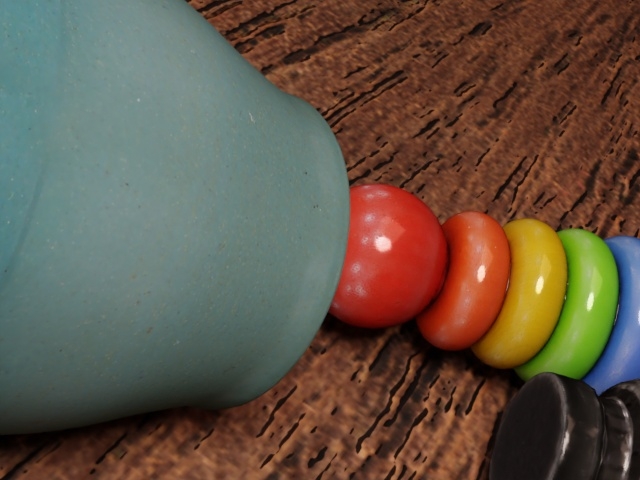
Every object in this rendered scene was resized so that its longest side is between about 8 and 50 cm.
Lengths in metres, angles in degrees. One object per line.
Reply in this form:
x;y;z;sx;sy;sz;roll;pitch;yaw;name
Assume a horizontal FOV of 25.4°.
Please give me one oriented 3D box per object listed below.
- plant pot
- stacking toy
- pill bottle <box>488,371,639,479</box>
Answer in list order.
-0.136;-0.023;0.714;0.255;0.271;0.272;18;37;-40;plant pot
0.146;0.038;0.905;0.330;0.141;0.141;17;40;-15;stacking toy
0.216;0.153;0.835;0.219;0.123;0.123;18;39;-14;pill bottle
